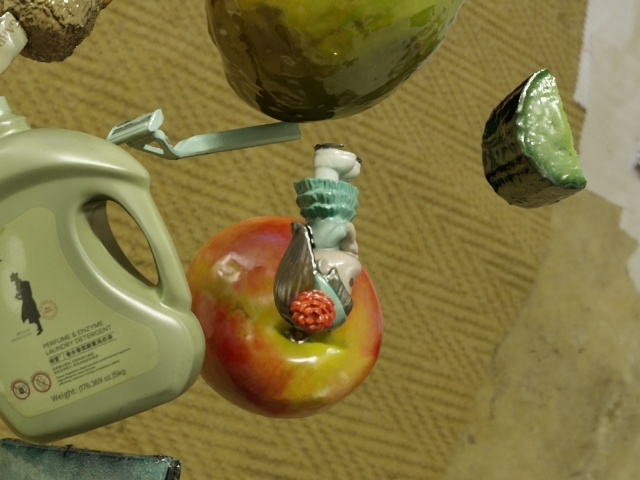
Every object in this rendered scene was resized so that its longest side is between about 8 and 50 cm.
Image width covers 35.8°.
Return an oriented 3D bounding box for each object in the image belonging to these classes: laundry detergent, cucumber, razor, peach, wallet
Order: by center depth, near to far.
[{"bbox_3d":[-0.198,0.013,0.745,0.091,0.181,0.253,-39,110,-76],"label":"laundry detergent"},{"bbox_3d":[0.193,-0.088,0.931,0.062,0.115,0.116,-16,86,-11],"label":"cucumber"},{"bbox_3d":[-0.137,-0.135,1.317,0.278,0.111,0.056,-5,86,-41],"label":"razor"},{"bbox_3d":[-0.357,0.395,1.449,0.046,0.379,0.190,17,73,-52],"label":"wallet"},{"bbox_3d":[-0.080,0.132,1.812,0.388,0.388,0.388,10,73,-34],"label":"peach"}]

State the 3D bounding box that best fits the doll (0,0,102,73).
[{"bbox_3d":[-0.280,-0.248,1.014,0.115,0.105,0.221,69,25,-46],"label":"doll"}]

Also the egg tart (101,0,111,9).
[{"bbox_3d":[-0.359,-0.399,1.292,0.171,0.215,0.215,20,64,-63],"label":"egg tart"}]

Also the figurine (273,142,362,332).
[{"bbox_3d":[0.000,0.000,1.268,0.138,0.110,0.245,48,48,-72],"label":"figurine"}]

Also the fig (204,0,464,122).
[{"bbox_3d":[0.016,-0.321,1.311,0.343,0.343,0.343,10,73,-34],"label":"fig"}]
